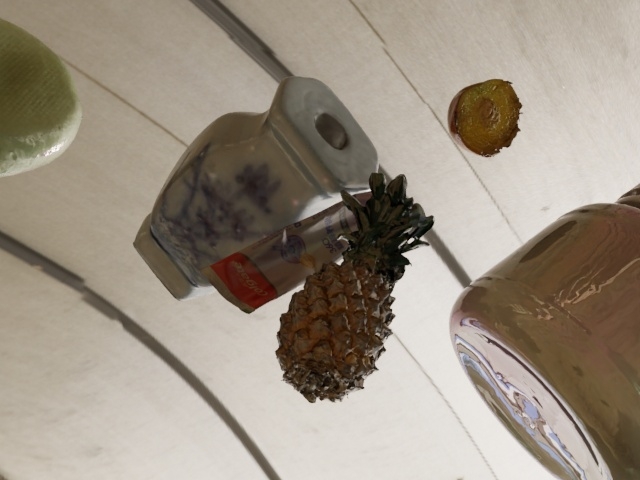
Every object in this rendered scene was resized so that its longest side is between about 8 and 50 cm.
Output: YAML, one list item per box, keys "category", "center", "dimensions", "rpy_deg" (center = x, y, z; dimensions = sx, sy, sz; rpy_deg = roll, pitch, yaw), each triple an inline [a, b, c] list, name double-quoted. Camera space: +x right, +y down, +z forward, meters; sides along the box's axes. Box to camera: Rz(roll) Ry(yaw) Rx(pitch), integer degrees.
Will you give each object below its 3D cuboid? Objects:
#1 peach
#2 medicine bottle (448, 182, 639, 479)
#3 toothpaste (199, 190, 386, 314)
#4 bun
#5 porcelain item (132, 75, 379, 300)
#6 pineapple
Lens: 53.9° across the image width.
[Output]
- category: "peach"
  center: [0.202, -0.154, 0.792]
  dimensions: [0.098, 0.061, 0.098]
  rpy_deg: [-3, -78, -14]
- category: "medicine bottle"
  center: [0.326, 0.077, 0.641]
  dimensions: [0.325, 0.256, 0.256]
  rpy_deg: [-33, -102, -13]
- category: "toothpaste"
  center: [0.000, 0.000, 0.758]
  dimensions: [0.075, 0.301, 0.048]
  rpy_deg: [59, -37, 3]
- category: "bun"
  center: [-0.527, -0.210, 0.980]
  dimensions: [0.179, 0.283, 0.283]
  rpy_deg: [-38, -101, 35]
- category: "porcelain item"
  center: [-0.117, -0.058, 0.960]
  dimensions: [0.405, 0.178, 0.242]
  rpy_deg: [-34, -83, 37]
- category: "pineapple"
  center: [0.027, 0.036, 0.508]
  dimensions: [0.083, 0.221, 0.103]
  rpy_deg: [2, -48, 27]
